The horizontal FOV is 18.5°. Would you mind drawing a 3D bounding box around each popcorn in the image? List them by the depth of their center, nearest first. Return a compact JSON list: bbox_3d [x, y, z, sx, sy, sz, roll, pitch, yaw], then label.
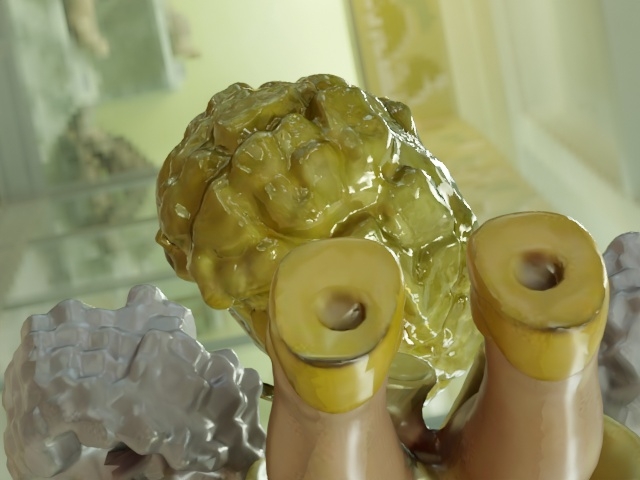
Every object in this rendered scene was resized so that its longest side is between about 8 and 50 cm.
[{"bbox_3d":[0.000,0.000,1.231,0.250,0.190,0.250,64,1,-2],"label":"popcorn"}]

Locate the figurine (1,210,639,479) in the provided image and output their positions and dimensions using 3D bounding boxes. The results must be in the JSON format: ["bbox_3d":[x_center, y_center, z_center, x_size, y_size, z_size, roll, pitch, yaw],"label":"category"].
[{"bbox_3d":[0.021,0.079,0.421,0.115,0.175,0.240,-96,-176,-50],"label":"figurine"}]
